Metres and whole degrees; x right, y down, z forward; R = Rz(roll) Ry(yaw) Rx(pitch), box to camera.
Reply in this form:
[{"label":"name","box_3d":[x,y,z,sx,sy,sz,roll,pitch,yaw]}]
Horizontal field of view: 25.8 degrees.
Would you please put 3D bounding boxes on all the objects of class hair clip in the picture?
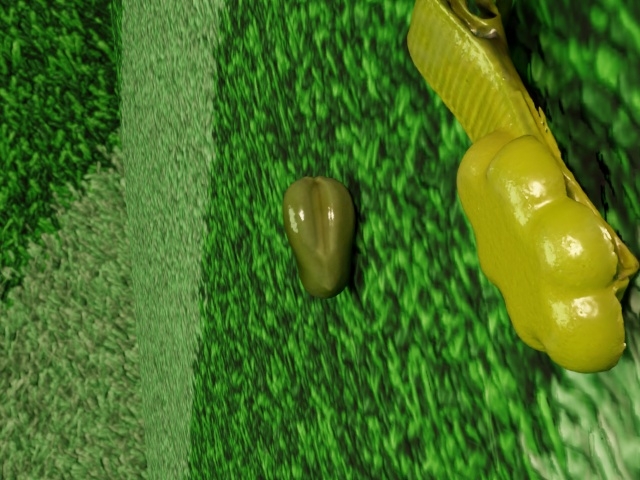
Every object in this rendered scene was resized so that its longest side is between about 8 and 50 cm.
[{"label":"hair clip","box_3d":[0.075,-0.028,0.527,0.072,0.046,0.173,99,160,-58]}]

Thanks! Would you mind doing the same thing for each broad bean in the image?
[{"label":"broad bean","box_3d":[0.000,0.000,0.869,0.063,0.045,0.083,-109,12,-51]}]
